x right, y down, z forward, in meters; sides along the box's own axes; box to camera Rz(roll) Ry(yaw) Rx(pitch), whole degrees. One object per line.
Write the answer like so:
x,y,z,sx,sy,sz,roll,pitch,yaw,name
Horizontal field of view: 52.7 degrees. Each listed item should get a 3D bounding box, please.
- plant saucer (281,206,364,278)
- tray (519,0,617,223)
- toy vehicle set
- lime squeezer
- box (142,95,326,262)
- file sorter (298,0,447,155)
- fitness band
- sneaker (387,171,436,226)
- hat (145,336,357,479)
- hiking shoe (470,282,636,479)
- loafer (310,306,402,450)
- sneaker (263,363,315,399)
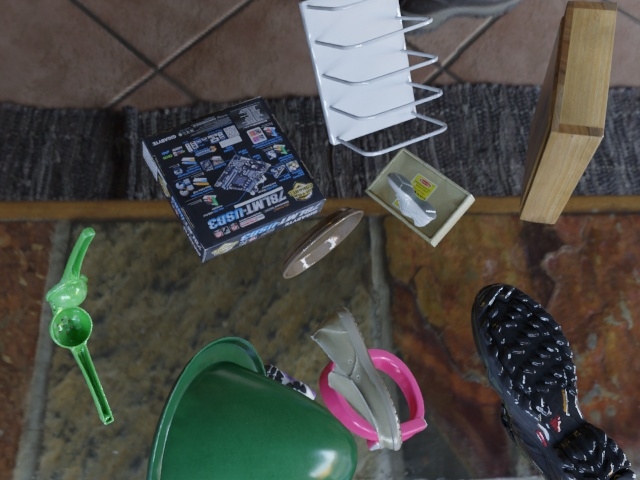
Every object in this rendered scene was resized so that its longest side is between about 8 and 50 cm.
0.000,0.000,1.734,0.278,0.278,0.041,-36,80,-18,plant saucer
0.394,-0.183,1.069,0.076,0.411,0.203,8,77,12,tray
0.265,-0.123,1.760,0.166,0.035,0.267,-49,55,2,toy vehicle set
-0.322,0.100,0.845,0.058,0.310,0.110,-12,36,-29,lime squeezer
-0.186,-0.139,1.385,0.295,0.073,0.293,-25,74,-23,box
0.107,-0.322,1.195,0.192,0.278,0.173,-21,26,-14,file sorter
0.120,0.330,1.380,0.290,0.054,0.209,4,48,-48,fitness band
0.203,-0.094,1.532,0.152,0.061,0.053,51,46,8,sneaker
0.013,0.159,0.451,0.183,0.208,0.173,0,84,20,hat
0.199,0.153,0.627,0.086,0.114,0.227,-21,78,-16,hiking shoe
0.063,0.253,1.153,0.092,0.102,0.269,-25,68,0,loafer
-0.088,0.376,1.663,0.169,0.071,0.068,23,84,31,sneaker
